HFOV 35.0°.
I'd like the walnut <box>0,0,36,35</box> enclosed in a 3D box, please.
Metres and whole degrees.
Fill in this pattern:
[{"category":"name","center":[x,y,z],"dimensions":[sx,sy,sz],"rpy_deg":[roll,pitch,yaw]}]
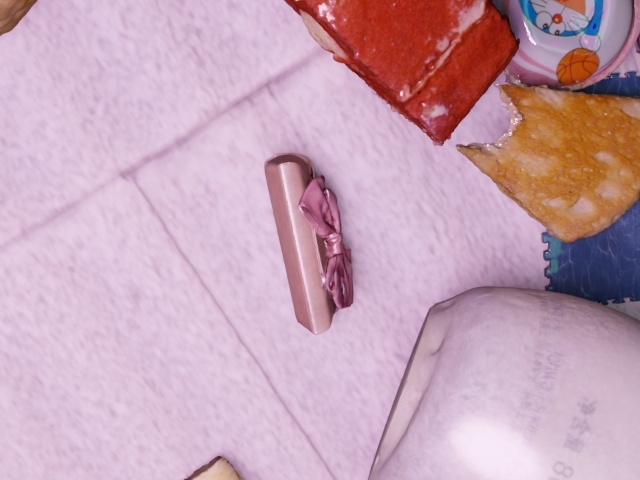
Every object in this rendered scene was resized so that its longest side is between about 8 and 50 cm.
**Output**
[{"category":"walnut","center":[-0.355,-0.282,0.904],"dimensions":[0.283,0.283,0.227],"rpy_deg":[11,108,-9]}]

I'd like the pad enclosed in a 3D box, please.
[{"category":"pad","center":[0.377,-0.062,1.164],"dimensions":[0.269,0.012,0.269],"rpy_deg":[-8,98,-7]}]

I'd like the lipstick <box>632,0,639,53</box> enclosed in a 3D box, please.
[{"category":"lipstick","center":[0.477,-0.259,1.120],"dimensions":[0.253,0.077,0.079],"rpy_deg":[-8,91,-7]}]

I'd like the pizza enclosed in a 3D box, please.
[{"category":"pizza","center":[0.256,-0.089,1.094],"dimensions":[0.262,0.034,0.181],"rpy_deg":[9,106,-25]}]

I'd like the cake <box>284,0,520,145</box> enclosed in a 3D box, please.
[{"category":"cake","center":[0.064,-0.226,0.994],"dimensions":[0.283,0.177,0.151],"rpy_deg":[37,90,-39]}]

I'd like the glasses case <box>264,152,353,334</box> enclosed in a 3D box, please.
[{"category":"glasses case","center":[0.000,0.000,1.074],"dimensions":[0.070,0.102,0.193],"rpy_deg":[-14,98,-13]}]

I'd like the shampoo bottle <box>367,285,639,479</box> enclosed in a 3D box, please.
[{"category":"shampoo bottle","center":[0.216,0.209,1.015],"dimensions":[0.317,0.322,0.322],"rpy_deg":[25,93,-4]}]

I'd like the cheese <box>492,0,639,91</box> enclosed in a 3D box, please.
[{"category":"cheese","center":[0.267,-0.287,1.087],"dimensions":[0.189,0.074,0.286],"rpy_deg":[16,94,-6]}]

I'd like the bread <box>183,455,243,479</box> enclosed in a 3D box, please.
[{"category":"bread","center":[-0.163,0.371,1.088],"dimensions":[0.266,0.142,0.178],"rpy_deg":[-35,59,-2]}]
